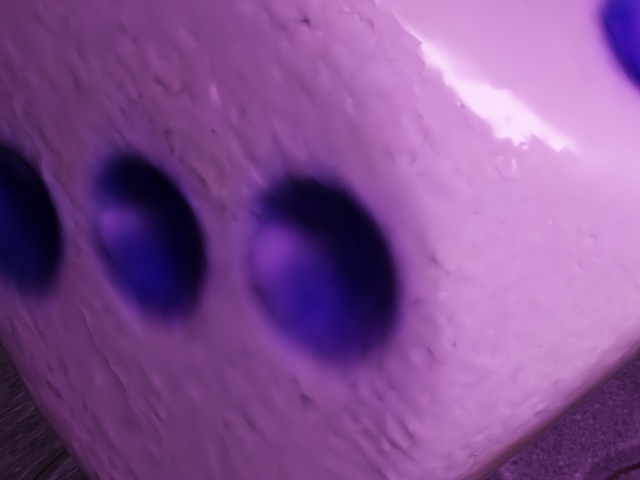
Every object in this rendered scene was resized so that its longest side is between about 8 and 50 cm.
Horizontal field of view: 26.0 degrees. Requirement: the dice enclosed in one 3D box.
[{"bbox_3d":[0.041,-0.055,0.567,0.304,0.277,0.304,-26,162,-38],"label":"dice"}]
